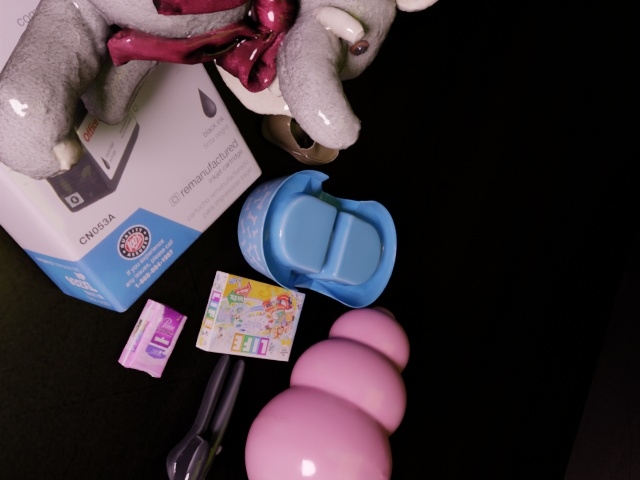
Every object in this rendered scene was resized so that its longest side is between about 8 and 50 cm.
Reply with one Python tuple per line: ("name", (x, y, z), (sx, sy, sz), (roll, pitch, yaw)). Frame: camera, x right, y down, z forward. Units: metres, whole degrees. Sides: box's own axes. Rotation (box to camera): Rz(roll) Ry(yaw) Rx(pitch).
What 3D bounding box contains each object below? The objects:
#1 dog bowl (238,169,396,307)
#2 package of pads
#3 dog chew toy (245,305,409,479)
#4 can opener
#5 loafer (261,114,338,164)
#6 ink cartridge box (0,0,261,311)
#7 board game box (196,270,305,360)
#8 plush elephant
("dog bowl", (0.000, 0.000, 0.847), (0.297, 0.074, 0.166), (21, 82, -48))
("package of pads", (-0.198, 0.117, 0.684), (0.050, 0.032, 0.083), (38, 69, -47))
("dog chew toy", (0.031, 0.240, 0.845), (0.206, 0.207, 0.332), (57, 49, -37))
("can opener", (-0.143, 0.241, 0.751), (0.059, 0.073, 0.186), (42, 57, -34))
("loafer", (-0.019, -0.142, 0.815), (0.148, 0.050, 0.056), (11, 89, -48))
("ink cartridge box", (-0.225, -0.122, 0.537), (0.223, 0.129, 0.307), (-50, 129, -30))
("board game box", (-0.092, 0.109, 0.801), (0.154, 0.026, 0.103), (20, 83, -47))
("plush elephant", (-0.050, -0.175, 0.425), (0.255, 0.272, 0.330), (25, 50, -22))
